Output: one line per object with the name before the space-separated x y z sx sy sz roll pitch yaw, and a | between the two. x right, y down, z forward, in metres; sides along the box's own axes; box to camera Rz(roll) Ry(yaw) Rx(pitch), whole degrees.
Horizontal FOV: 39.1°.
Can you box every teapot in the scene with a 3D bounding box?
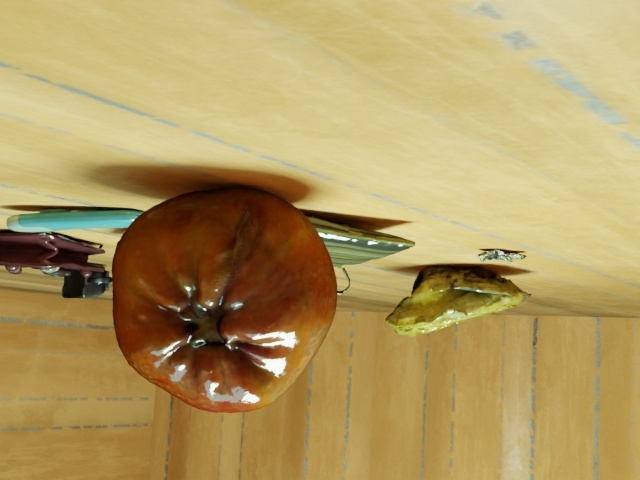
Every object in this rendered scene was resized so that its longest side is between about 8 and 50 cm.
teapot | -0.570 0.100 2.231 0.096 0.087 0.177 4 174 -40

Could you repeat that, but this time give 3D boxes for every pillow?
pillow | 0.000 0.000 1.319 0.208 0.052 0.212 9 169 -20

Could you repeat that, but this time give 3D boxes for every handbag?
handbag | -0.544 0.030 1.712 0.203 0.074 0.216 2 173 15

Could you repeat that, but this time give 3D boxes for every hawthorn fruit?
hawthorn fruit | -0.112 0.057 1.117 0.277 0.276 0.298 2 -168 10

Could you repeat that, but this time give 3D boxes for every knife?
knife | -0.362 -0.031 1.329 0.222 0.031 0.064 -2 168 14

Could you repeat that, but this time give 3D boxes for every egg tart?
egg tart | 0.272 0.109 1.820 0.297 0.132 0.297 -11 177 -1

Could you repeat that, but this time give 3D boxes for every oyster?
oyster | 0.302 0.028 1.519 0.083 0.019 0.054 6 173 -17

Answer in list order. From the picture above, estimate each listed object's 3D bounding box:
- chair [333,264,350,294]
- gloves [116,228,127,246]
chair | -0.078 0.082 1.499 0.326 0.170 0.159 10 140 -17
gloves | -0.293 0.029 1.514 0.094 0.110 0.144 -1 -155 -32
